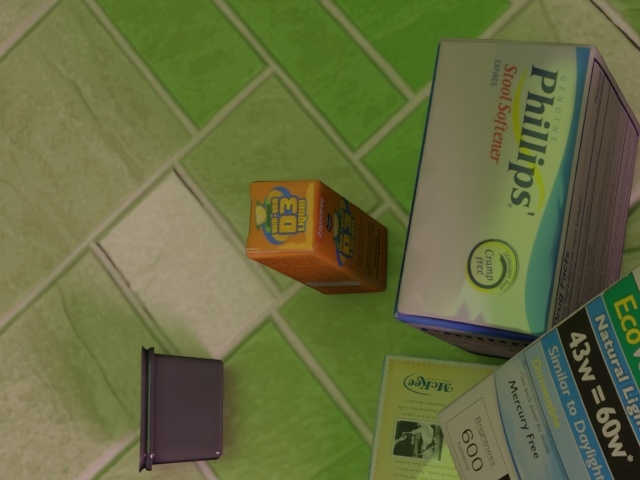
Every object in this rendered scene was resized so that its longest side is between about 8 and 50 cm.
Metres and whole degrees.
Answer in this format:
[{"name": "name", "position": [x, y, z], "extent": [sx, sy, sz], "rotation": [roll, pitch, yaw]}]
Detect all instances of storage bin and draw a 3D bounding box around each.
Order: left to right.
[{"name": "storage bin", "position": [-0.153, 0.187, 1.626], "extent": [0.091, 0.098, 0.135], "rotation": [2, 78, -6]}]

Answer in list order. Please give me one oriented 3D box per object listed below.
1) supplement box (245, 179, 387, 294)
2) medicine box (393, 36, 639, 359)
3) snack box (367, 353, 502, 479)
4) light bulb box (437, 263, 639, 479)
[{"name": "supplement box", "position": [0.000, 0.000, 1.519], "extent": [0.080, 0.233, 0.078], "rotation": [-2, 79, 21]}, {"name": "medicine box", "position": [0.198, -0.025, 1.416], "extent": [0.149, 0.289, 0.264], "rotation": [7, 81, 22]}, {"name": "snack box", "position": [0.209, 0.223, 1.485], "extent": [0.321, 0.060, 0.187], "rotation": [5, 79, 22]}, {"name": "light bulb box", "position": [0.325, 0.217, 1.193], "extent": [0.361, 0.225, 0.358], "rotation": [-48, 57, 51]}]
